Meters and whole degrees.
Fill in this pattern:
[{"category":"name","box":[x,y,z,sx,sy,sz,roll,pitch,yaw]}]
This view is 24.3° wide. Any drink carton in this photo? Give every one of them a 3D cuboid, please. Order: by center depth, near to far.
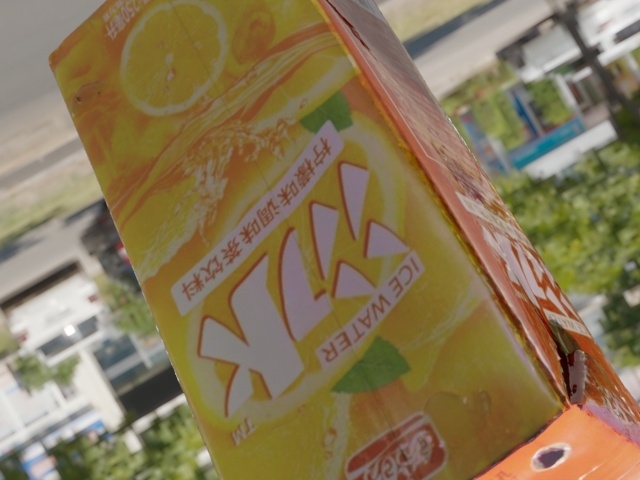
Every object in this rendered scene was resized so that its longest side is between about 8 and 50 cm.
[{"category":"drink carton","box":[0.000,0.000,0.438,0.096,0.223,0.071,-41,141,15]}]
